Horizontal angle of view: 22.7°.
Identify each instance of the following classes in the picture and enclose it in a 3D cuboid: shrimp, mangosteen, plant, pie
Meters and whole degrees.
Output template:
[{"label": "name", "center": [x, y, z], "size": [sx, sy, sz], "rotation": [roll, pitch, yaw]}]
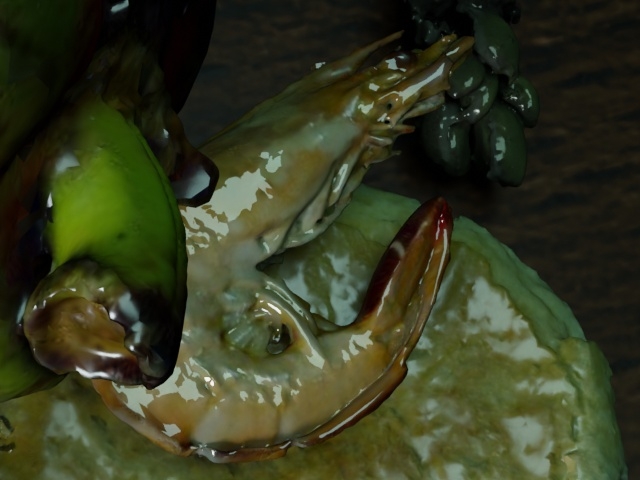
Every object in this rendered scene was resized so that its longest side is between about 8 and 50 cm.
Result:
[{"label": "shrimp", "center": [0.000, -0.002, 0.680], "size": [0.133, 0.053, 0.236], "rotation": [40, 65, 10]}, {"label": "mangosteen", "center": [-0.151, -0.097, 0.565], "size": [0.359, 0.306, 0.306], "rotation": [25, 58, 29]}, {"label": "plant", "center": [0.073, -0.109, 0.810], "size": [0.085, 0.087, 0.174], "rotation": [-9, 70, 17]}, {"label": "pie", "center": [-0.012, 0.101, 0.696], "size": [0.306, 0.071, 0.306], "rotation": [6, 63, -12]}]
